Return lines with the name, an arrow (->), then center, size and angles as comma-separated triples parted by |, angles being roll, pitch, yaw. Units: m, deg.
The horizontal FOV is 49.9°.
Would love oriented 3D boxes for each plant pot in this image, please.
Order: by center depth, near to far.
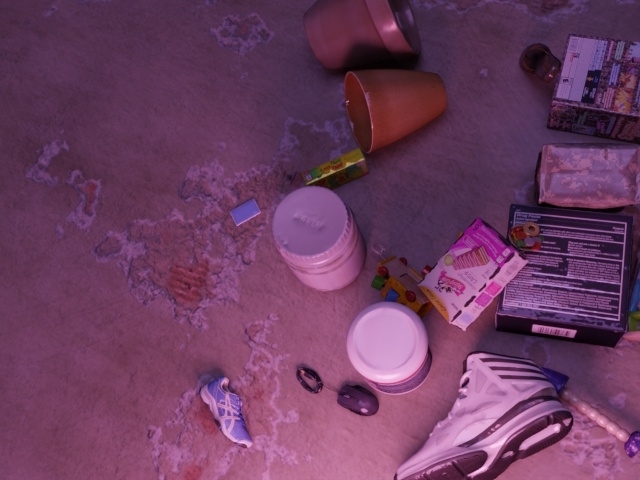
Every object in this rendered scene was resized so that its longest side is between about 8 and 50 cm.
plant pot -> 0.225, -0.393, 1.982 | 0.254, 0.237, 0.237 | -14, 66, -10
plant pot -> 0.114, -0.653, 2.069 | 0.280, 0.323, 0.323 | -20, 65, 22

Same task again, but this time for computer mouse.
computer mouse -> 0.041, 0.391, 1.797 | 0.242, 0.041, 0.071 | 19, 75, 19

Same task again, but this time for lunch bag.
lunch bag -> 0.669, -0.156, 1.750 | 0.235, 0.287, 0.169 | 3, 92, 15

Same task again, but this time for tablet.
tablet -> -0.225, -0.084, 2.061 | 0.083, 0.006, 0.054 | -29, 66, 1

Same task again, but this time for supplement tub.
supplement tub -> 0.175, 0.272, 1.686 | 0.191, 0.272, 0.191 | -4, 68, 11

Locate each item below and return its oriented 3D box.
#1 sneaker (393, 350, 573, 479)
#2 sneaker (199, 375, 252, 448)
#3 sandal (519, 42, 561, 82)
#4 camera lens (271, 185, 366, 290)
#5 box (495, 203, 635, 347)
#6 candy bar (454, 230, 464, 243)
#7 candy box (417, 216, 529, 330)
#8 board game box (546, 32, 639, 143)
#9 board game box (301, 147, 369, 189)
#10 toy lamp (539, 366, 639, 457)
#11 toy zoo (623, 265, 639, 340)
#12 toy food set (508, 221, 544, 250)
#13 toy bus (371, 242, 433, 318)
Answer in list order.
sneaker -> 0.358, 0.438, 1.675 | 0.447, 0.169, 0.257 | -31, 40, 12
sneaker -> -0.238, 0.451, 1.815 | 0.081, 0.080, 0.211 | -39, 67, -1
sandal -> 0.607, -0.506, 1.945 | 0.060, 0.090, 0.219 | 19, 29, -15
camera lens -> 0.000, 0.000, 1.830 | 0.219, 0.274, 0.219 | -4, 68, 11
box -> 0.603, 0.087, 1.710 | 0.296, 0.183, 0.294 | 7, 71, 17
candy bar -> 0.367, 0.046, 1.871 | 0.040, 0.018, 0.161 | 22, 75, 16
candy box -> 0.367, 0.080, 1.679 | 0.233, 0.071, 0.159 | -52, 41, 13
board game box -> 0.797, -0.415, 1.886 | 0.291, 0.141, 0.232 | 14, 73, 17
board game box -> 0.045, -0.195, 1.997 | 0.181, 0.092, 0.043 | -24, 67, 3
toy lamp -> 0.635, 0.400, 1.639 | 0.275, 0.080, 0.080 | 34, 80, 23
toy zoo -> 0.835, 0.100, 1.657 | 0.030, 0.192, 0.293 | 25, 75, -11
toy food set -> 0.494, -0.008, 1.654 | 0.083, 0.020, 0.082 | -6, 55, -10
toy bus -> 0.210, 0.126, 1.829 | 0.191, 0.104, 0.202 | 16, 37, -12
